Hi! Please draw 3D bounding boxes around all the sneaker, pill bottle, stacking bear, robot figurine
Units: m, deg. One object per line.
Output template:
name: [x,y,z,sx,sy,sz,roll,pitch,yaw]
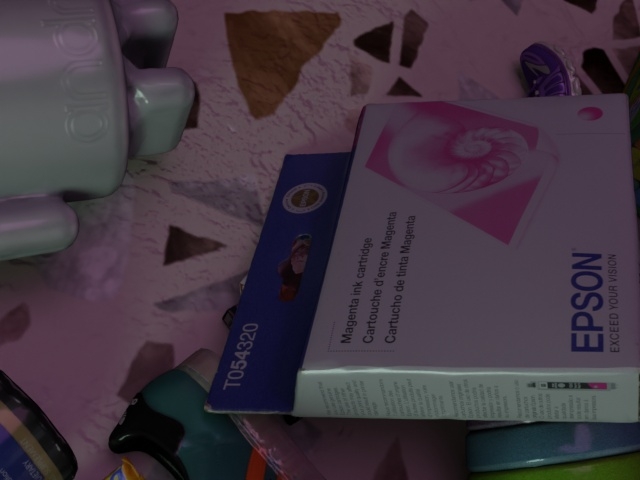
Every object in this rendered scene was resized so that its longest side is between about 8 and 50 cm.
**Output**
sneaker: [0.237,-0.134,1.085,0.071,0.068,0.170,-6,68,-10]
sneaker: [-0.047,0.232,0.818,0.121,0.108,0.302,-36,72,-26]
pill bottle: [-0.296,0.199,0.745,0.123,0.123,0.219,44,63,6]
stacking bear: [0.202,0.227,0.862,0.164,0.175,0.289,9,70,-54]
robot figurine: [-0.288,-0.122,0.848,0.353,0.200,0.300,-10,69,-20]

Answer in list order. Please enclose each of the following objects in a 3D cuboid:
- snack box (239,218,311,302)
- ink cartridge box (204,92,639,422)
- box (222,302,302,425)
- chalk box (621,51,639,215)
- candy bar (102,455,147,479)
snack box: [0.000,0.000,0.952,0.064,0.022,0.178,22,50,20]
ink cartridge box: [0.089,0.001,0.844,0.330,0.071,0.324,-1,43,14]
box: [0.009,0.078,0.941,0.162,0.029,0.116,-28,77,-26]
chalk box: [0.406,-0.114,1.058,0.179,0.180,0.289,32,61,-1]
candy bar: [-0.195,0.225,0.787,0.161,0.018,0.040,-38,77,5]
